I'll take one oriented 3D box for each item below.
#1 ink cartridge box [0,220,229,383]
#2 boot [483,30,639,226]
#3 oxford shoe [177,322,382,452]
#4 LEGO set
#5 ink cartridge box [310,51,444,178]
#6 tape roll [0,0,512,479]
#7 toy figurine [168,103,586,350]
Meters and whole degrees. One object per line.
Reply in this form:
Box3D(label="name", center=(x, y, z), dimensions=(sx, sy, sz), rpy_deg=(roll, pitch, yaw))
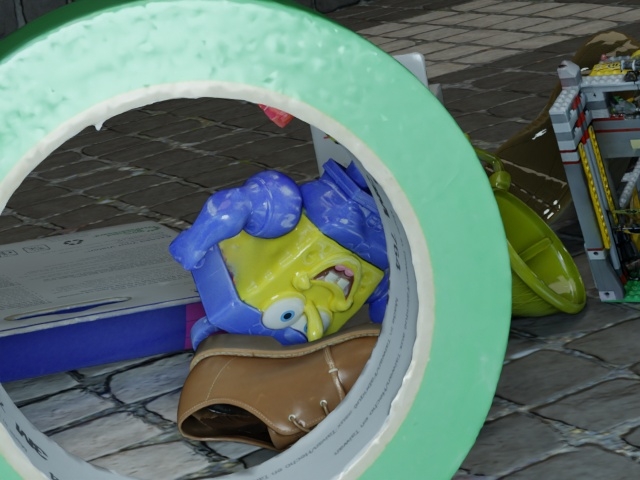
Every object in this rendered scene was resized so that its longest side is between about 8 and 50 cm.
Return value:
Box3D(label="ink cartridge box", center=(-0.223, 0.060, 1.442), dimensions=(0.324, 0.071, 0.330), rpy_deg=(-9, 13, -22))
Box3D(label="boot", center=(0.206, -0.057, 1.579), dimensions=(0.077, 0.213, 0.165), rpy_deg=(34, -4, 21))
Box3D(label="oxford shoe", center=(0.006, 0.102, 1.193), dimensions=(0.212, 0.076, 0.076), rpy_deg=(-7, 39, 27))
Box3D(label="LEGO set", center=(0.316, -0.092, 1.336), dimensions=(0.331, 0.192, 0.255), rpy_deg=(4, 37, 36))
Box3D(label="ink cartridge box", center=(0.054, -0.064, 1.541), dimensions=(0.104, 0.180, 0.060), rpy_deg=(-7, 15, 13))
Box3D(label="tape roll", center=(-0.065, 0.030, 0.972), dimensions=(0.321, 0.321, 0.077), rpy_deg=(-12, 14, -7))
Box3D(label="toy figurine", center=(0.000, 0.000, 1.302), dimensions=(0.217, 0.362, 0.191), rpy_deg=(-44, 51, 12))
